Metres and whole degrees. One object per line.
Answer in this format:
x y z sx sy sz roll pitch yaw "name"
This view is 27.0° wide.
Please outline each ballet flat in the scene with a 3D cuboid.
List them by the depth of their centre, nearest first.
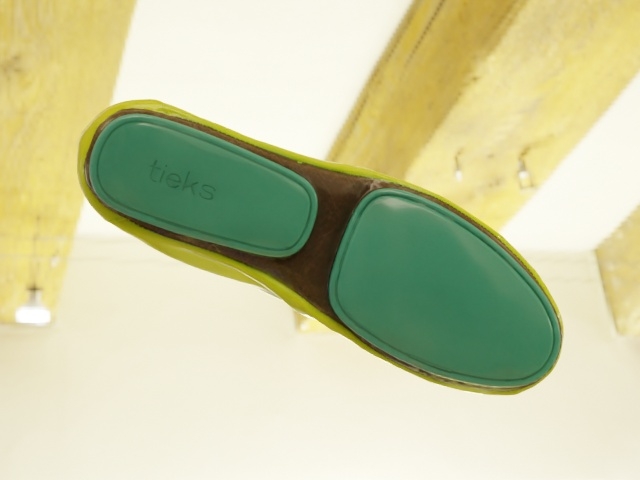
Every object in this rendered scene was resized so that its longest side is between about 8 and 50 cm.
0.000 0.000 0.603 0.231 0.077 0.077 24 -4 -6 "ballet flat"
